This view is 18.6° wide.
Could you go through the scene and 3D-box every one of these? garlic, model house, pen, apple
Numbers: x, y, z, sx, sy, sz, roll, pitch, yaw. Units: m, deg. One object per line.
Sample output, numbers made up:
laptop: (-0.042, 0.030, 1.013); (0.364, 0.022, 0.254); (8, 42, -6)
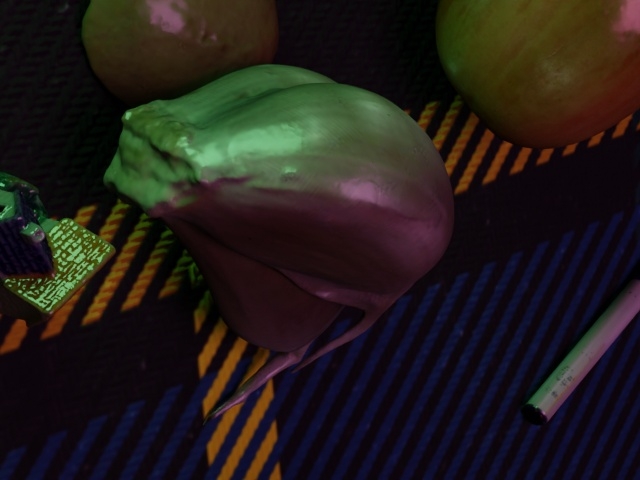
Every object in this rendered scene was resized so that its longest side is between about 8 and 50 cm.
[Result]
garlic: (0.000, 0.000, 1.617); (0.246, 0.231, 0.340); (-46, 140, -28)
model house: (-0.222, 0.003, 1.505); (0.088, 0.100, 0.101); (-45, 126, -28)
pen: (0.304, 0.099, 2.091); (0.269, 0.033, 0.033); (-46, 127, -28)
apple: (0.226, -0.212, 1.820); (0.241, 0.242, 0.242); (-43, 134, 11)

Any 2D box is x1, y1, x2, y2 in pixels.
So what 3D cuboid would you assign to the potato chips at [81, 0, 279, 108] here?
potato chips: (-0.100, -0.183, 1.615); (0.195, 0.062, 0.208); (-50, 127, -27)
